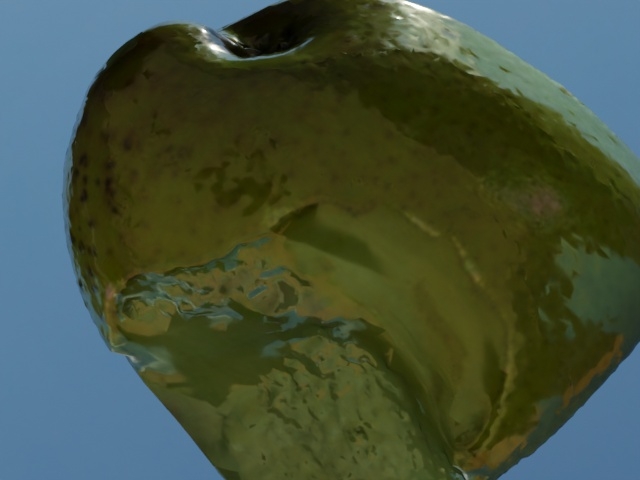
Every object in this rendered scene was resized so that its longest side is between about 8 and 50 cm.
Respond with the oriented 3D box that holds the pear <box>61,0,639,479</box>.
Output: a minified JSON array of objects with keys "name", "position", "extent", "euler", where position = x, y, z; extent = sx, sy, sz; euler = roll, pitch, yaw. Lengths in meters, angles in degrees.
[{"name":"pear","position":[0.000,0.000,0.956],"extent":[0.286,0.282,0.176],"euler":[-33,-166,28]}]
